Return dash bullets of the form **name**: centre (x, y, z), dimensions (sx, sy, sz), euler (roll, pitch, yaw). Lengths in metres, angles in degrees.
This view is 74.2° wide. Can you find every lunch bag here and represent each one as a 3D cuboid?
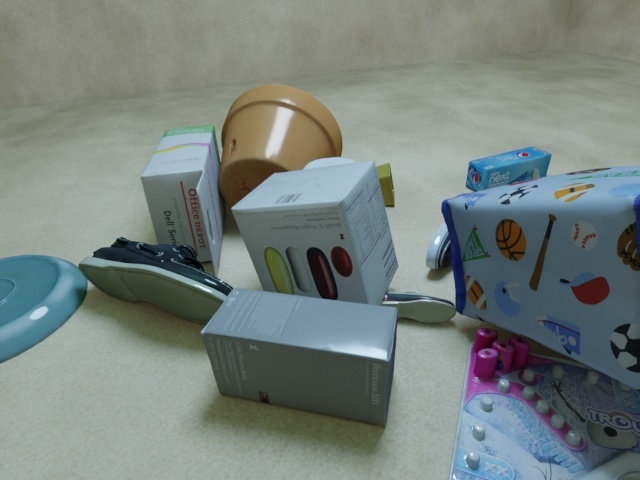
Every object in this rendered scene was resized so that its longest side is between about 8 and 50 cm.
- **lunch bag**: centre (0.419, 0.017, 0.551), dimensions (0.384, 0.239, 0.328), euler (-12, 10, -16)

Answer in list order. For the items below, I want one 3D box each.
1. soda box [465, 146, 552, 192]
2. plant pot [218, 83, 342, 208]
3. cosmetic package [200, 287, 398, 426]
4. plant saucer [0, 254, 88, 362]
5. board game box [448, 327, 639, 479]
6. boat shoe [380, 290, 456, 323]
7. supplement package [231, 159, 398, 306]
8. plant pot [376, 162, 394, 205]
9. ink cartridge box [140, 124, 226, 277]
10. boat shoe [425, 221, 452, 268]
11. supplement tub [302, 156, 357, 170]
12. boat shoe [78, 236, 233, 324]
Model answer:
- **soda box**: centre (0.481, -0.180, 1.081), dimensions (0.209, 0.071, 0.067), euler (-15, 34, -17)
- **plant pot**: centre (-0.105, -0.171, 0.970), dimensions (0.290, 0.291, 0.204), euler (3, 50, 11)
- **cosmetic package**: centre (-0.020, 0.150, 0.564), dimensions (0.237, 0.127, 0.107), euler (5, 33, 17)
- **plant saucer**: centre (-0.598, 0.113, 0.763), dimensions (0.317, 0.044, 0.318), euler (-2, 32, 1)
- **board game box**: centre (0.331, 0.266, 0.413), dimensions (0.389, 0.051, 0.390), euler (10, 35, 21)
- **boat shoe**: centre (0.150, 0.105, 0.692), dimensions (0.136, 0.049, 0.043), euler (-1, 30, 14)
- **supplement package**: centre (0.000, 0.000, 0.692), dimensions (0.194, 0.203, 0.149), euler (-2, 30, 29)
- **plant pot**: centre (0.136, -0.134, 1.044), dimensions (0.083, 0.081, 0.082), euler (-7, 31, 14)
- **ink cartridge box**: centre (-0.277, -0.091, 0.893), dimensions (0.119, 0.207, 0.354), euler (-6, 32, -6)
- **boat shoe**: centre (0.286, -0.003, 0.826), dimensions (0.076, 0.080, 0.228), euler (20, 32, 35)
- **supplement tub**: centre (0.027, -0.054, 0.819), dimensions (0.116, 0.191, 0.117), euler (-2, 32, 1)
- **boat shoe**: centre (-0.268, 0.055, 0.741), dimensions (0.339, 0.127, 0.113), euler (4, 44, 30)
